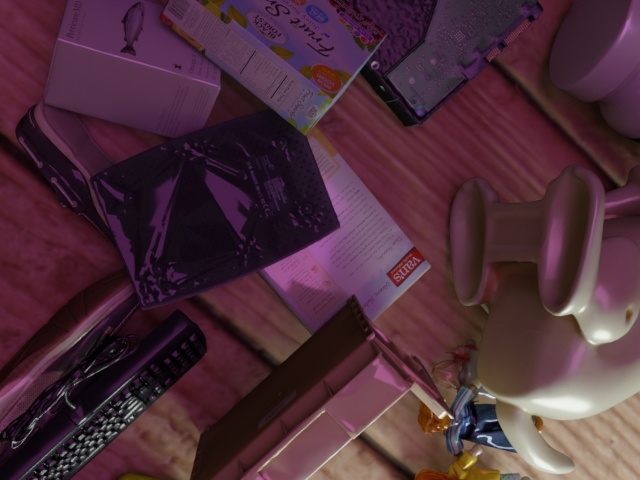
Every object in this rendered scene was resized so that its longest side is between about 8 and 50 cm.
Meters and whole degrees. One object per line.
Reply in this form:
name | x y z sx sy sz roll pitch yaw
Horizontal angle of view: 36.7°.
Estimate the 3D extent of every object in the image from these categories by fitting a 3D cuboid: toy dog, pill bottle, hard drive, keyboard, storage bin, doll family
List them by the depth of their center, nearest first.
keyboard | -0.259 0.195 1.064 0.317 0.201 0.033 -43 64 -12
storage bin | -0.006 0.208 1.067 0.262 0.260 0.123 -42 98 2
hard drive | -0.118 -0.040 1.097 0.255 0.054 0.171 -23 95 -23
toy dog | 0.409 0.086 1.195 0.408 0.285 0.395 4 79 -23
hard drive | 0.093 -0.342 1.206 0.237 0.064 0.339 -43 101 -7
doll family | 0.193 0.260 1.222 0.163 0.118 0.262 11 88 -16
pill bottle | 0.499 -0.204 1.258 0.363 0.210 0.210 23 85 -15

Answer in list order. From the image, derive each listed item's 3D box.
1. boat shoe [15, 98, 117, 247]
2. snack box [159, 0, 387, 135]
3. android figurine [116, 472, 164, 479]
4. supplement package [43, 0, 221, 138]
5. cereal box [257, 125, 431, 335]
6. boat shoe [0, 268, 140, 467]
boat shoe | -0.277 -0.067 1.124 0.065 0.075 0.206 -25 107 29
snack box | -0.048 -0.241 1.091 0.207 0.070 0.174 38 44 -2
android figurine | -0.231 0.400 1.134 0.273 0.056 0.248 14 87 -16
supplement package | -0.207 -0.199 1.089 0.179 0.105 0.105 14 52 -16
cereal box | 0.000 0.000 1.200 0.173 0.047 0.240 -42 102 -11
boat shoe | -0.295 0.152 1.094 0.285 0.103 0.092 -46 111 -11
